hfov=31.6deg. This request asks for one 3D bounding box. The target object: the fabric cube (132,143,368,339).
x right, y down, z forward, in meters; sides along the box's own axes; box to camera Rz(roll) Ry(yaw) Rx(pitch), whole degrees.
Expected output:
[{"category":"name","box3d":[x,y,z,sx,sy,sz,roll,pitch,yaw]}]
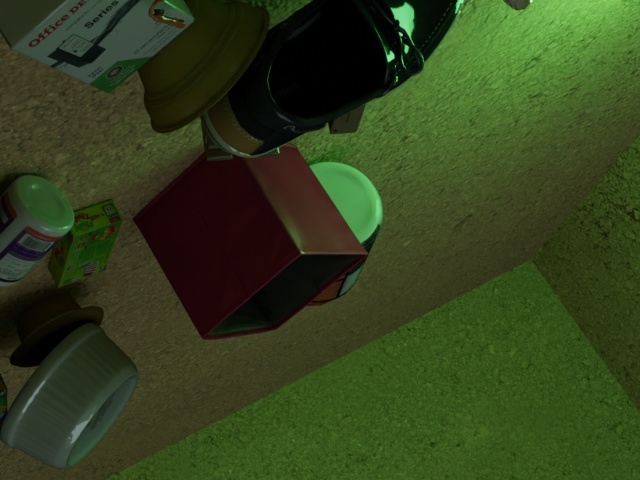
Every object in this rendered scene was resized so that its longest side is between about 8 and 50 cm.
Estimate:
[{"category":"fabric cube","box3d":[-0.124,-0.004,2.019,0.259,0.258,0.254,-40,162,23]}]

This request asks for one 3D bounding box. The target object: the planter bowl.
[{"category":"planter bowl","box3d":[-0.174,-0.249,1.464,0.217,0.217,0.090,-38,121,18]}]

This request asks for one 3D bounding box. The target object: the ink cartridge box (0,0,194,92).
[{"category":"ink cartridge box","box3d":[-0.267,-0.271,1.320,0.153,0.086,0.208,-38,162,14]}]

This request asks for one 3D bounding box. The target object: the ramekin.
[{"category":"ramekin","box3d":[-0.444,0.292,2.057,0.273,0.127,0.273,-54,172,-11]}]

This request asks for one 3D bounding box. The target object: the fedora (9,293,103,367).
[{"category":"fedora","box3d":[-0.499,0.159,2.103,0.194,0.079,0.194,-30,163,-10]}]

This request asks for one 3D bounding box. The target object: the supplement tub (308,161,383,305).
[{"category":"supplement tub","box3d":[0.000,0.000,2.335,0.207,0.207,0.338,-26,162,-20]}]

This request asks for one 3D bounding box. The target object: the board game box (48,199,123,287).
[{"category":"board game box","box3d":[-0.401,0.007,1.923,0.092,0.043,0.181,-23,161,-31]}]

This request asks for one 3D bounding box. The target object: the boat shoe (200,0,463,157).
[{"category":"boat shoe","box3d":[0.051,-0.276,1.571,0.500,0.186,0.156,-37,-167,-32]}]

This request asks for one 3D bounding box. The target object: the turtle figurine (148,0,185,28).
[{"category":"turtle figurine","box3d":[-0.111,-0.376,1.314,0.269,0.087,0.217,-45,174,-48]}]

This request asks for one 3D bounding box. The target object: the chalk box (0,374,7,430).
[{"category":"chalk box","box3d":[-0.664,0.279,1.977,0.179,0.180,0.289,-24,160,-26]}]

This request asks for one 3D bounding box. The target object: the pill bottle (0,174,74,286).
[{"category":"pill bottle","box3d":[-0.464,0.000,1.683,0.193,0.108,0.108,-40,161,25]}]

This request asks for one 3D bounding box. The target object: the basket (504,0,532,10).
[{"category":"basket","box3d":[0.252,-0.493,1.333,0.328,0.266,0.331,-37,164,9]}]

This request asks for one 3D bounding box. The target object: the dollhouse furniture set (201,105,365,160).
[{"category":"dollhouse furniture set","box3d":[-0.068,-0.249,1.727,0.242,0.161,0.212,-5,156,-12]}]
